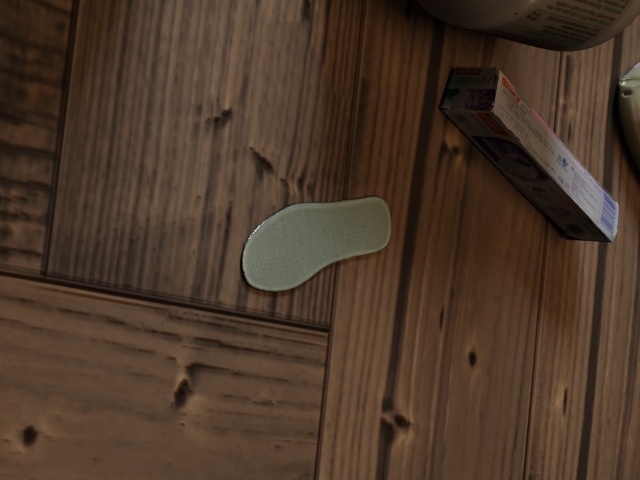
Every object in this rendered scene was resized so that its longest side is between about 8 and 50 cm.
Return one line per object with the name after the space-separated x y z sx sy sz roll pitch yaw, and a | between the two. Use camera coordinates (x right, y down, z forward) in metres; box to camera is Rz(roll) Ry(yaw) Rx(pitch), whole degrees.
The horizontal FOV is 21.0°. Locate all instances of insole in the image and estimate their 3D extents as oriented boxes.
0.000 0.000 1.101 0.153 0.002 0.053 -13 100 -50 | insole

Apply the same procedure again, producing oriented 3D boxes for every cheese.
0.295 -0.060 1.439 0.097 0.037 0.192 -40 121 -41 | cheese

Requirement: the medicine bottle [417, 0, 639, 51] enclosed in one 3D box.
0.122 -0.203 1.144 0.215 0.135 0.135 4 87 -51 | medicine bottle

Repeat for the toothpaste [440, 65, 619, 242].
0.158 -0.060 1.261 0.196 0.047 0.040 40 64 -43 | toothpaste
